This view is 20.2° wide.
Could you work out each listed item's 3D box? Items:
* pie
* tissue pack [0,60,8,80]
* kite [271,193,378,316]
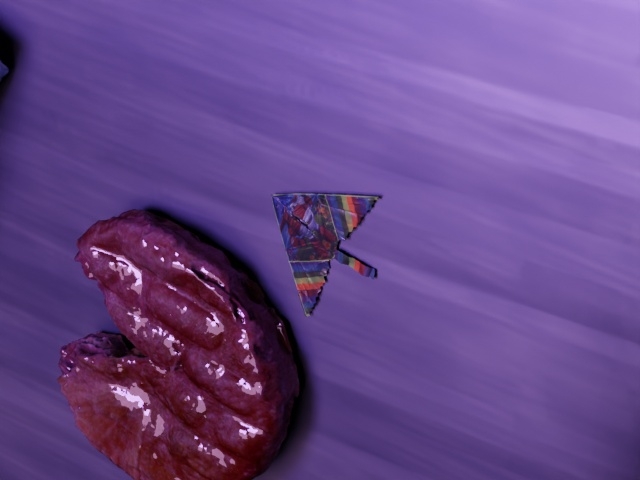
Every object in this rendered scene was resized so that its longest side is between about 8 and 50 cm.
[{"bbox_3d":[-0.106,0.088,1.283,0.204,0.054,0.219,42,131,15],"label":"pie"},{"bbox_3d":[-0.378,-0.090,1.293,0.185,0.081,0.257,42,92,15],"label":"tissue pack"},{"bbox_3d":[0.000,0.000,1.178,0.090,0.004,0.122,38,132,17],"label":"kite"}]
